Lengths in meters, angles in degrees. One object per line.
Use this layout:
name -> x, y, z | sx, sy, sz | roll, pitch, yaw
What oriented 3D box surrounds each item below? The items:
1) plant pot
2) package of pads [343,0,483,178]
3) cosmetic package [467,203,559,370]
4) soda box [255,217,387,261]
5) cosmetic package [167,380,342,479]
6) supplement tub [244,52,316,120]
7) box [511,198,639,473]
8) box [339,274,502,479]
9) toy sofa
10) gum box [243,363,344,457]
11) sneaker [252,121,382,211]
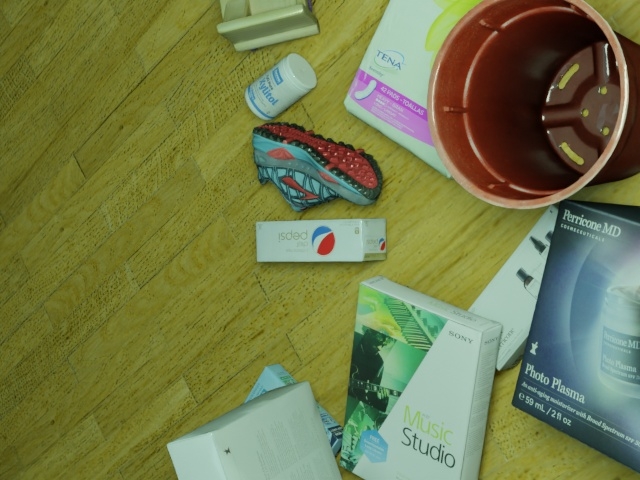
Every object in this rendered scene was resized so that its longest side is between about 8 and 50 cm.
plant pot -> 0.324, -0.176, 1.543 | 0.272, 0.265, 0.272 | 1, 92, 37
package of pads -> 0.185, -0.272, 1.744 | 0.229, 0.101, 0.296 | 36, 111, 28
cosmetic package -> 0.304, 0.068, 1.693 | 0.099, 0.060, 0.239 | 47, 117, 27
soda box -> 0.000, 0.000, 1.907 | 0.216, 0.074, 0.069 | -2, 91, 37
cosmetic package -> -0.062, 0.435, 1.801 | 0.097, 0.284, 0.377 | -19, 89, 28
supplement tub -> -0.067, -0.253, 1.949 | 0.107, 0.071, 0.071 | -34, 72, 33
box -> 0.426, 0.123, 1.488 | 0.296, 0.182, 0.294 | 24, 105, 51
box -> 0.144, 0.239, 1.780 | 0.232, 0.058, 0.322 | 21, 113, 38
toy sofa -> -0.106, -0.503, 1.942 | 0.150, 0.177, 0.362 | -12, 84, 11
gum box -> -0.058, 0.326, 1.982 | 0.184, 0.041, 0.157 | 43, 115, 26
sneaker -> -0.004, -0.100, 1.910 | 0.262, 0.104, 0.125 | 29, 126, 36
